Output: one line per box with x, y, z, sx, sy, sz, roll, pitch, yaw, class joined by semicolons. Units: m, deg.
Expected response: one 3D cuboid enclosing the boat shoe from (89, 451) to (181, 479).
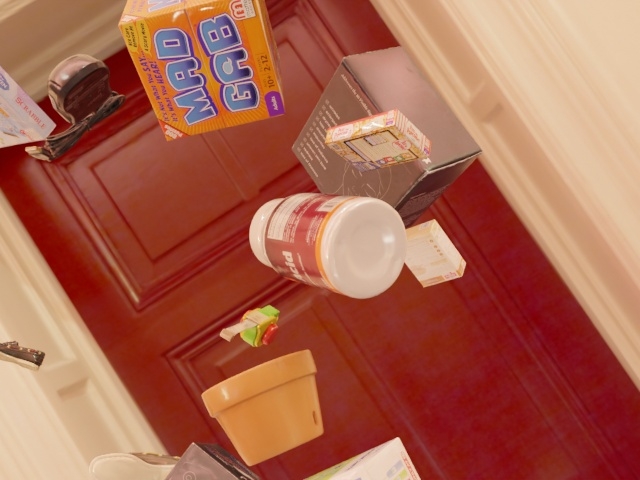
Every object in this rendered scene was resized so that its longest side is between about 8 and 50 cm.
-0.510;0.669;1.834;0.305;0.109;0.091;13;-4;-15;boat shoe

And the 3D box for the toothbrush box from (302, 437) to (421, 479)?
0.017;0.419;0.830;0.283;0.206;0.122;-34;-14;25;toothbrush box

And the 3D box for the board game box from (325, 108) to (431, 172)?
0.131;-0.223;1.447;0.194;0.045;0.147;-8;-28;39;board game box

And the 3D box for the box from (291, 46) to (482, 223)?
0.206;-0.315;2.188;0.298;0.479;0.471;-23;-17;-33;box

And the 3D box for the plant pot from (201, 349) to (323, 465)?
-0.121;0.419;1.558;0.291;0.203;0.291;-22;-15;-6;plant pot

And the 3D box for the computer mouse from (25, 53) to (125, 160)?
-0.414;-0.214;1.013;0.184;0.060;0.262;-44;5;-8;computer mouse

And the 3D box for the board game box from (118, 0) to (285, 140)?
-0.321;-0.563;1.828;0.357;0.356;0.356;-12;40;3;board game box

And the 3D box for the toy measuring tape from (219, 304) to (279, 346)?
-0.216;0.280;1.905;0.121;0.121;0.330;-35;-6;23;toy measuring tape

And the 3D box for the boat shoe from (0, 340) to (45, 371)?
-0.641;0.231;1.313;0.049;0.133;0.042;120;168;-58;boat shoe

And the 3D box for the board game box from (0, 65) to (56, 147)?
-0.958;-0.401;1.773;0.318;0.318;0.065;-1;50;34;board game box

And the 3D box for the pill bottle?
0.000;0.000;1.516;0.224;0.223;0.392;-31;21;-27;pill bottle

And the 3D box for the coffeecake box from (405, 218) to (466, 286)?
0.332;0.042;1.934;0.142;0.185;0.068;-21;27;39;coffeecake box

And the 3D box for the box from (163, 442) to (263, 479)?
-0.204;0.495;1.215;0.143;0.165;0.270;-52;-11;-15;box
